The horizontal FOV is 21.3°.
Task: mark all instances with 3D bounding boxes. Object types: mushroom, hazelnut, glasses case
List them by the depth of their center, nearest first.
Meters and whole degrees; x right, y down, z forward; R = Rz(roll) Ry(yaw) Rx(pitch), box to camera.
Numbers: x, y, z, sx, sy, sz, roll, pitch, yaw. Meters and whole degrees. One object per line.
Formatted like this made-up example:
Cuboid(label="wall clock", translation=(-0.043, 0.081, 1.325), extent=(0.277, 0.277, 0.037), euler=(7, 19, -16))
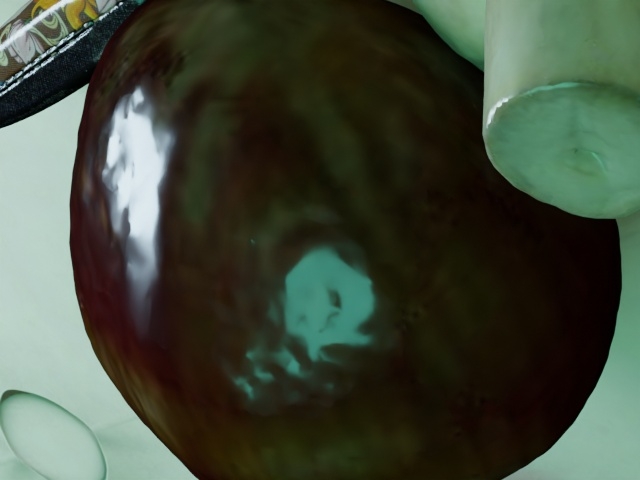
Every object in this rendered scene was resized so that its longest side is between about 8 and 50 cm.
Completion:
Cuboid(label="mushroom", translation=(0.187, -0.189, 0.967), extent=(0.315, 0.315, 0.356), euler=(-46, 60, 49))
Cuboid(label="hazelnut", translation=(0.000, 0.000, 1.183), extent=(0.421, 0.353, 0.421), euler=(46, 172, 8))
Cuboid(label="glasses case", translation=(-0.187, -0.172, 1.345), extent=(0.082, 0.122, 0.321), euler=(50, 138, -14))
